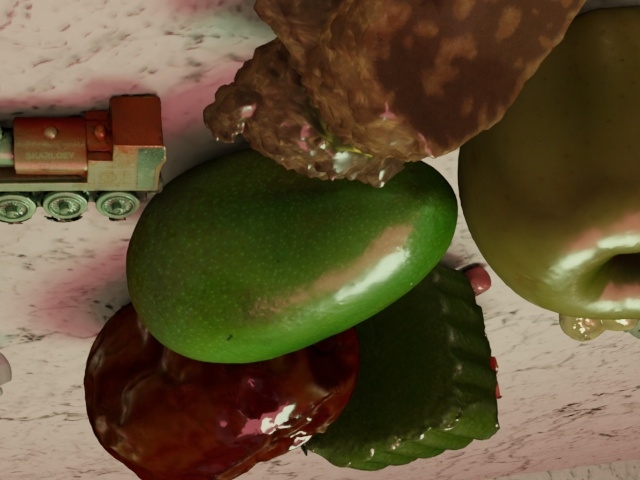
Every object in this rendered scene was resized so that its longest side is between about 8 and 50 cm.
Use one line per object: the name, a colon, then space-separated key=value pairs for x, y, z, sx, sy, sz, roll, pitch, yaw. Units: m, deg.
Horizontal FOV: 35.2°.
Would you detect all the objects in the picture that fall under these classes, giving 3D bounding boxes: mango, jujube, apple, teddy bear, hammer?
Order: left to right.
jujube: x=-0.135 y=0.171 z=1.267 sx=0.377 sy=0.276 sz=0.276 roll=-30 pitch=151 yaw=34
mango: x=-0.037 y=0.006 z=0.966 sx=0.382 sy=0.201 sz=0.225 roll=-19 pitch=142 yaw=40
teddy bear: x=0.061 y=-0.167 z=0.713 sx=0.246 sy=0.222 sz=0.296 roll=12 pitch=105 yaw=-33
hammer: x=0.205 y=0.066 z=1.444 sx=0.043 sy=0.043 sz=0.083 roll=9 pitch=151 yaw=-40
apple: x=0.248 y=-0.065 z=0.869 sx=0.279 sy=0.279 sz=0.279 roll=-9 pitch=158 yaw=-4

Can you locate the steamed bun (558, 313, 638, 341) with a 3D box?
steamed bun: x=0.356 y=0.052 z=1.328 sx=0.172 sy=0.155 sz=0.141 roll=-15 pitch=158 yaw=12

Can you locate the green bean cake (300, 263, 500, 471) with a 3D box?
green bean cake: x=0.101 y=0.171 z=1.368 sx=0.247 sy=0.250 sz=0.156 roll=-24 pitch=154 yaw=28

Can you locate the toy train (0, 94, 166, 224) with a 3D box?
toy train: x=-0.225 y=-0.072 z=0.887 sx=0.176 sy=0.074 sz=0.118 roll=0 pitch=146 yaw=-14

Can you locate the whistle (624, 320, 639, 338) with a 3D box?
whistle: x=0.607 y=0.119 z=1.682 sx=0.244 sy=0.092 sz=0.110 roll=-9 pitch=153 yaw=0

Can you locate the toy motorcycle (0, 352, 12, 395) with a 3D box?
toy motorcycle: x=-0.515 y=0.206 z=1.398 sx=0.254 sy=0.112 sz=0.112 roll=-23 pitch=155 yaw=29

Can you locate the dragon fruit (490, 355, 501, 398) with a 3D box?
dragon fruit: x=0.142 y=0.166 z=1.563 sx=0.274 sy=0.161 sz=0.126 roll=-4 pitch=131 yaw=-4
